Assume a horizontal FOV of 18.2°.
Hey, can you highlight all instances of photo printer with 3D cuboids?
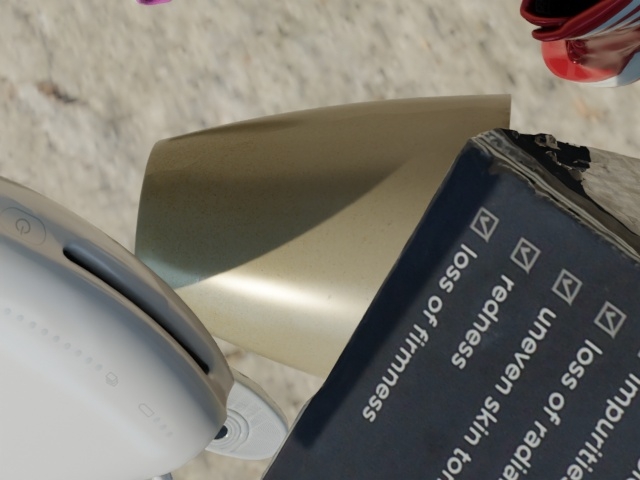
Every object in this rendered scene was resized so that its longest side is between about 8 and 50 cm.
[{"bbox_3d":[-0.228,0.077,1.281,0.307,0.107,0.256,-19,136,33],"label":"photo printer"}]

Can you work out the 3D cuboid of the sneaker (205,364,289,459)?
[{"bbox_3d":[-0.118,0.094,1.690,0.217,0.121,0.079,29,119,-20],"label":"sneaker"}]

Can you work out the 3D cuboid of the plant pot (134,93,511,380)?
[{"bbox_3d":[0.000,0.000,1.563,0.274,0.256,0.256,6,129,4],"label":"plant pot"}]

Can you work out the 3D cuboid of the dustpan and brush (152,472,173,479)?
[{"bbox_3d":[-0.142,0.320,2.031,0.147,0.060,0.211,-16,92,-12],"label":"dustpan and brush"}]

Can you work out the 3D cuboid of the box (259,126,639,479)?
[{"bbox_3d":[0.201,0.269,1.118,0.297,0.472,0.480,6,119,-55],"label":"box"}]

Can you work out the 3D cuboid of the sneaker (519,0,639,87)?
[{"bbox_3d":[0.158,-0.146,1.206,0.128,0.087,0.221,-3,168,-23],"label":"sneaker"}]

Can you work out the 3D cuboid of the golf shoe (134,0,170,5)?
[{"bbox_3d":[-0.139,-0.345,1.870,0.115,0.140,0.306,-11,153,-26],"label":"golf shoe"}]
